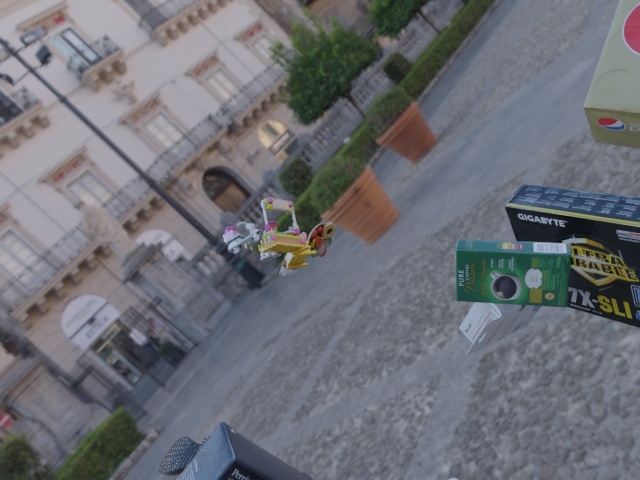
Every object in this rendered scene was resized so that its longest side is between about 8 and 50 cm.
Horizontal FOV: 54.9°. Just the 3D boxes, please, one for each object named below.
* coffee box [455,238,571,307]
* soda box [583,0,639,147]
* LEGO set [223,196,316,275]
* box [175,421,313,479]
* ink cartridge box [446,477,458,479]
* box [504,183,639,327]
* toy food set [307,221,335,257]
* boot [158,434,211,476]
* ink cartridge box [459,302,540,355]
[{"bbox_3d":[0.322,0.054,1.040,0.184,0.113,0.040,1,33,17],"label":"coffee box"},{"bbox_3d":[0.232,-0.152,0.398,0.058,0.061,0.181,27,-98,-55],"label":"soda box"},{"bbox_3d":[-0.082,-0.010,1.284,0.132,0.107,0.287,-18,-18,17],"label":"LEGO set"},{"bbox_3d":[-0.100,0.335,0.741,0.158,0.156,0.093,-52,21,-2],"label":"box"},{"bbox_3d":[0.069,0.365,0.450,0.197,0.198,0.270,-39,11,35],"label":"ink cartridge box"},{"bbox_3d":[0.523,0.033,1.137,0.079,0.257,0.322,-44,33,-22],"label":"box"},{"bbox_3d":[0.000,0.000,1.366,0.083,0.020,0.082,-17,-56,-51],"label":"toy food set"},{"bbox_3d":[-0.212,0.471,1.238,0.246,0.161,0.083,-24,27,45],"label":"boot"},{"bbox_3d":[0.336,0.140,1.167,0.180,0.060,0.104,-17,-37,-31],"label":"ink cartridge box"}]
